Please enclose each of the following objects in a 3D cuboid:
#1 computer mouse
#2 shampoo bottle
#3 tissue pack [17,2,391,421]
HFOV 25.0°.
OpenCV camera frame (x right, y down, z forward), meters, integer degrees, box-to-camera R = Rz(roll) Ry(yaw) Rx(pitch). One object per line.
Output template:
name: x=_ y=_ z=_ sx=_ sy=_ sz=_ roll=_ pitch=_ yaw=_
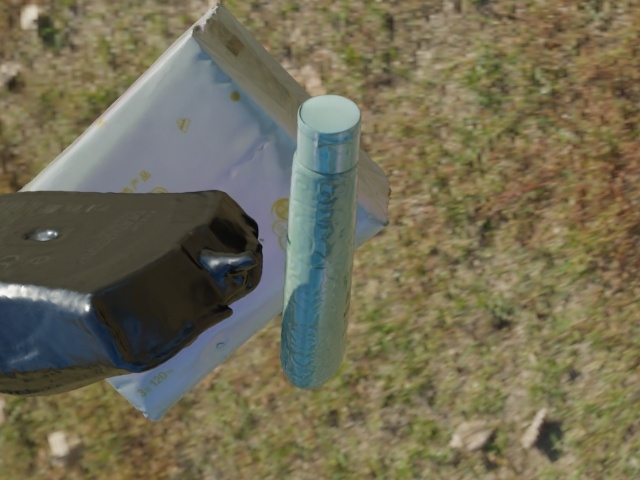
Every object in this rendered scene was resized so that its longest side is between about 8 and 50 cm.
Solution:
computer mouse: x=-0.144 y=0.031 z=0.788 sx=0.264 sy=0.147 sz=0.088 roll=-2 pitch=117 yaw=31
shampoo bottle: x=0.000 y=0.000 z=0.840 sx=0.041 sy=0.069 sz=0.190 roll=12 pitch=133 yaw=9
tissue pack: x=-0.092 y=-0.017 z=0.995 sx=0.225 sy=0.124 sz=0.185 roll=-41 pitch=101 yaw=18
